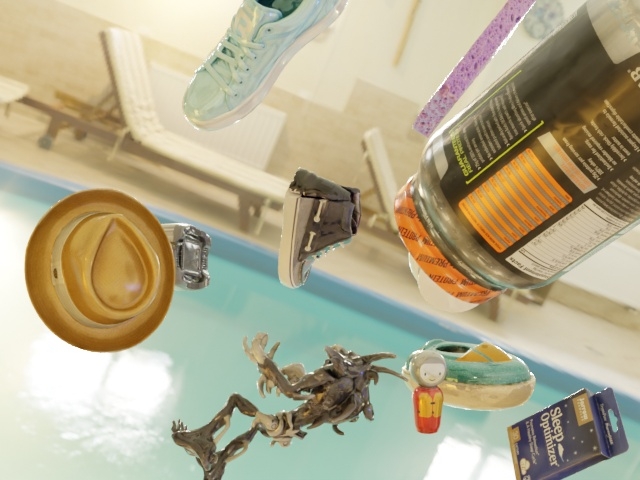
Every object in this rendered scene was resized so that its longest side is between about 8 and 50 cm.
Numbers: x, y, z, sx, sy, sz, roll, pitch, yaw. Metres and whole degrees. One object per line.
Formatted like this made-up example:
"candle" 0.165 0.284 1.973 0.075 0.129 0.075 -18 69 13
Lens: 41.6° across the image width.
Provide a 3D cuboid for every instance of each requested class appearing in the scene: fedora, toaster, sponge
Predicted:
"fedora" -0.239 0.032 0.965 0.194 0.194 0.079 15 -15 -31
"toaster" -0.309 0.033 1.632 0.146 0.129 0.227 -1 -5 11
"sponge" 0.200 -0.231 1.086 0.031 0.210 0.117 38 -22 2

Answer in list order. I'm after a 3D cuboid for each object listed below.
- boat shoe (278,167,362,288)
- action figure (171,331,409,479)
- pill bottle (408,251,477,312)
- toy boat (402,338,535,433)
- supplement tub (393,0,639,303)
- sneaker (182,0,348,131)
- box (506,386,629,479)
"boat shoe" 0.000 0.000 1.897 0.158 0.340 0.127 16 48 11
"action figure" -0.041 0.184 1.018 0.141 0.276 0.164 62 -1 42
"pill bottle" 0.205 0.003 1.289 0.136 0.136 0.245 23 29 -3
"toy boat" 0.261 0.255 1.613 0.267 0.148 0.318 4 8 32
"supplement tub" 0.247 -0.087 0.866 0.207 0.338 0.207 29 39 -27
"sneaker" -0.116 -0.346 1.410 0.135 0.366 0.150 44 4 23
"box" 0.447 0.363 1.548 0.036 0.225 0.136 32 38 -29
